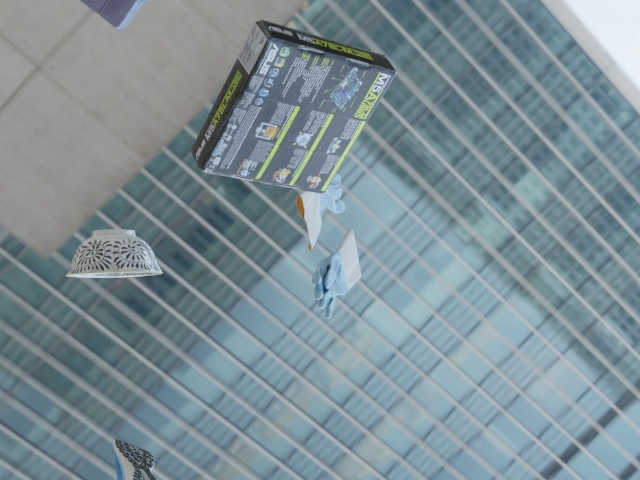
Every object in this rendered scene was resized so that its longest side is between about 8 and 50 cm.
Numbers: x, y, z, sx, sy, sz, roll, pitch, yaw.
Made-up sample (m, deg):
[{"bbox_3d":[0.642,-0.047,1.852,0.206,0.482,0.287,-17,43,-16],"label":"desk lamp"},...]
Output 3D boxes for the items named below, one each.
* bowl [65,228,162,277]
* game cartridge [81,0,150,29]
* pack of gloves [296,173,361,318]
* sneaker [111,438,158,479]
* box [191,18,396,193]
[{"bbox_3d":[-0.365,0.022,1.976,0.170,0.170,0.080,-7,-97,57],"label":"bowl"},{"bbox_3d":[-0.263,-0.501,1.557,0.355,0.230,0.068,-53,176,12],"label":"game cartridge"},{"bbox_3d":[0.000,0.000,1.663,0.046,0.195,0.232,-5,-165,17],"label":"pack of gloves"},{"bbox_3d":[-0.267,0.334,1.537,0.073,0.063,0.162,-57,-153,10],"label":"sneaker"},{"bbox_3d":[-0.032,-0.150,1.307,0.191,0.184,0.045,-59,-137,29],"label":"box"}]
